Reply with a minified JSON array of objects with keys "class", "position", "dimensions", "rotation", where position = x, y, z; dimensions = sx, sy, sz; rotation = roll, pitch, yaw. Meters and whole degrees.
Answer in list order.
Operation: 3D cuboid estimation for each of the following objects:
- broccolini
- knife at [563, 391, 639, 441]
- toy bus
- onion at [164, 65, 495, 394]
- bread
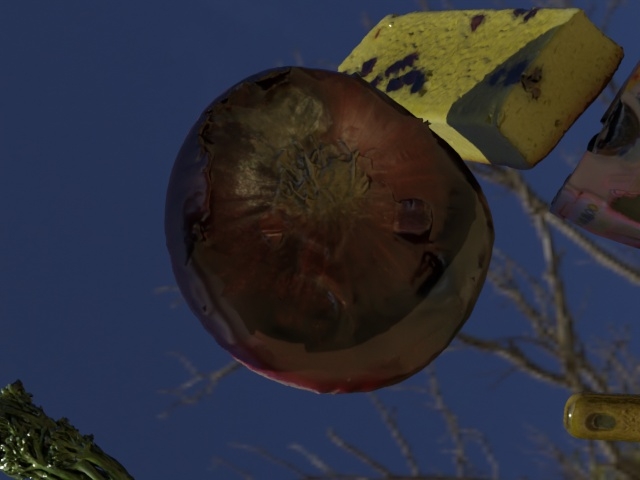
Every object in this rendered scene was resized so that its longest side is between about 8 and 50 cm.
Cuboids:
[{"class":"broccolini","position":[-0.084,0.140,0.818],"dimensions":[0.054,0.239,0.051],"rotation":[-65,-24,4]},{"class":"knife","position":[0.235,0.091,0.722],"dimensions":[0.256,0.022,0.046],"rotation":[3,-73,-1]},{"class":"toy bus","position":[0.305,-0.121,1.376],"dimensions":[0.112,0.090,0.274],"rotation":[31,-101,6]},{"class":"onion","position":[0.000,0.000,1.314],"dimensions":[0.272,0.195,0.272],"rotation":[5,-107,-15]},{"class":"bread","position":[0.122,-0.148,1.504],"dimensions":[0.077,0.361,0.138],"rotation":[43,-103,-24]}]
